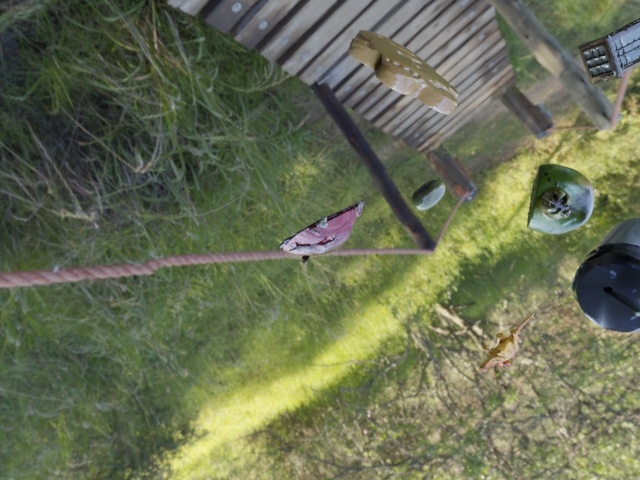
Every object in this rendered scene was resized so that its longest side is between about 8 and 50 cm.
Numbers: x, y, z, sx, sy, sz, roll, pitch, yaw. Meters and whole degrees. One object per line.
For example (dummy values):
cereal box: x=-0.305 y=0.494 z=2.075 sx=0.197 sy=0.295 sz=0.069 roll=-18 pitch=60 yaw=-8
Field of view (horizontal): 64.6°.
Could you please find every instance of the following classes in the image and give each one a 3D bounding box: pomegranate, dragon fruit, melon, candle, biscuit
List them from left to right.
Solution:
dragon fruit: x=0.000 y=0.000 z=1.694 sx=0.282 sy=0.100 sz=0.343 roll=-20 pitch=170 yaw=-15
biscuit: x=0.186 y=-0.392 z=1.133 sx=0.275 sy=0.355 sz=0.052 roll=21 pitch=121 yaw=-17
melon: x=0.451 y=-0.192 z=2.107 sx=0.162 sy=0.099 sz=0.099 roll=-39 pitch=161 yaw=-6
pomegranate: x=0.654 y=-0.117 z=1.368 sx=0.241 sy=0.159 sz=0.189 roll=49 pitch=54 yaw=-64
candle: x=0.799 y=0.071 z=1.281 sx=0.342 sy=0.221 sz=0.221 roll=-32 pitch=164 yaw=-38

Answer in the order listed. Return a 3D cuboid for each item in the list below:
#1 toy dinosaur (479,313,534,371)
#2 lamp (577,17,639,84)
toy dinosaur: x=0.642 y=0.366 z=1.738 sx=0.288 sy=0.070 sz=0.117 roll=-36 pitch=125 yaw=-23
lamp: x=0.693 y=-0.430 z=1.030 sx=0.325 sy=0.089 sz=0.090 roll=-27 pitch=-168 yaw=-6
